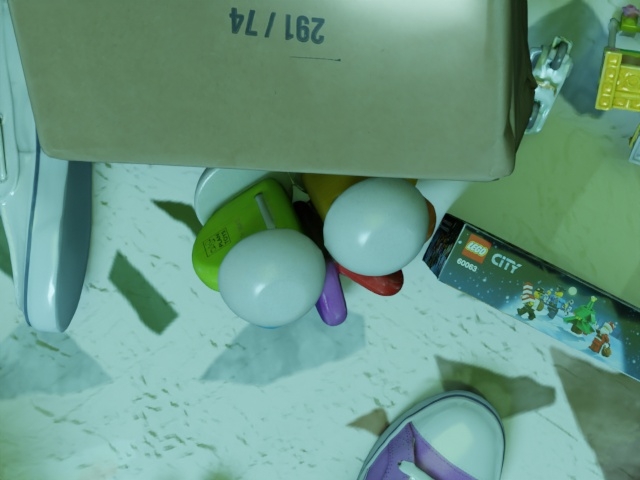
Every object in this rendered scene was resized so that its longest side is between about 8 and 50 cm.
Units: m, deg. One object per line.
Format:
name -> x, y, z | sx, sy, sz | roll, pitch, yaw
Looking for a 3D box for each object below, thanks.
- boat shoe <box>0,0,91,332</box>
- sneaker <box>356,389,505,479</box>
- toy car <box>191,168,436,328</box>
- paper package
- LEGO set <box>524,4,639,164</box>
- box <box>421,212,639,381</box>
boat shoe -> -0.221, -0.060, 0.954 | 0.084, 0.095, 0.258 | -1, 82, 4
sneaker -> 0.048, 0.240, 0.927 | 0.102, 0.161, 0.282 | 34, 91, 0
toy car -> 0.000, 0.000, 0.937 | 0.182, 0.159, 0.136 | -27, 129, 1
paper package -> -0.029, -0.208, 0.814 | 0.325, 0.168, 0.309 | 3, 124, 13
LEGO set -> 0.292, -0.091, 0.959 | 0.287, 0.107, 0.132 | 27, 127, -6
box -> 0.189, 0.053, 0.917 | 0.233, 0.159, 0.044 | 27, 94, -1
